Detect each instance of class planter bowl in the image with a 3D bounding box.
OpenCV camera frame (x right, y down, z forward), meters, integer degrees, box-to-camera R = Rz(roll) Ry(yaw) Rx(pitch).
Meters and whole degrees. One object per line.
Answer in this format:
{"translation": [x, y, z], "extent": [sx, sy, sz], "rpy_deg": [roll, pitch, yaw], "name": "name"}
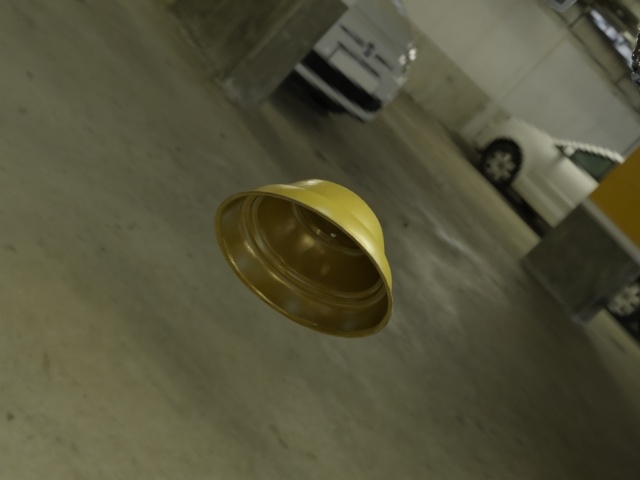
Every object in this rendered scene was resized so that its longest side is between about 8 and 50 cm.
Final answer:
{"translation": [0.000, 0.000, 1.162], "extent": [0.217, 0.217, 0.090], "rpy_deg": [42, 57, -11], "name": "planter bowl"}

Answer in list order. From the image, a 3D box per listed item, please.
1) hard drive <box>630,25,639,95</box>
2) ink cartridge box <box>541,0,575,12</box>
{"translation": [0.570, -0.243, 1.700], "extent": [0.237, 0.064, 0.339], "rpy_deg": [62, 33, -20], "name": "hard drive"}
{"translation": [0.369, -0.442, 1.431], "extent": [0.066, 0.189, 0.232], "rpy_deg": [30, 50, -12], "name": "ink cartridge box"}
